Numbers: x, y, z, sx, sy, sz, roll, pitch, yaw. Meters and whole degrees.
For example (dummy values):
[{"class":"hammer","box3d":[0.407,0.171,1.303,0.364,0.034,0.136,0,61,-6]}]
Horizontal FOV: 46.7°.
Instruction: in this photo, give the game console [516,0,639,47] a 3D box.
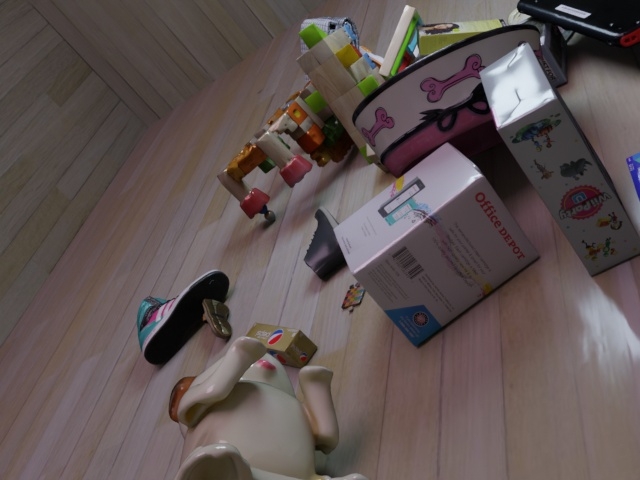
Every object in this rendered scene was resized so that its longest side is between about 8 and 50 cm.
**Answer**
[{"class":"game console","box3d":[0.658,-0.538,1.582,0.342,0.060,0.386,-33,33,-2]}]

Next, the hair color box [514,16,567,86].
[{"class":"hair color box","box3d":[0.388,-0.379,1.763,0.374,0.113,0.185,-23,30,34]}]

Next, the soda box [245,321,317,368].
[{"class":"soda box","box3d":[-0.089,0.217,1.550,0.181,0.061,0.058,-2,47,54]}]

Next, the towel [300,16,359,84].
[{"class":"towel","box3d":[0.041,-0.586,2.433,0.121,0.284,0.235,-16,22,-21]}]

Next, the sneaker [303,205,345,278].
[{"class":"sneaker","box3d":[0.000,0.000,1.747,0.118,0.083,0.222,-41,26,4]}]

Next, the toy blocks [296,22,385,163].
[{"class":"toy blocks","box3d":[0.094,-0.429,2.035,0.190,0.381,0.261,-31,11,28]}]

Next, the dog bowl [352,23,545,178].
[{"class":"dog bowl","box3d":[0.276,-0.260,1.494,0.408,0.150,0.408,-22,-7,-3]}]

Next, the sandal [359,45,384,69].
[{"class":"sandal","box3d":[0.155,-0.561,2.406,0.076,0.102,0.265,-39,27,0]}]

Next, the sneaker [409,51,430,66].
[{"class":"sneaker","box3d":[0.342,-0.478,2.028,0.169,0.108,0.292,8,52,44]}]

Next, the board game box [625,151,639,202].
[{"class":"board game box","box3d":[0.587,-0.115,1.127,0.210,0.047,0.160,-27,29,27]}]

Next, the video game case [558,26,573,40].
[{"class":"video game case","box3d":[0.576,-0.531,1.784,0.122,0.087,0.011,-50,-14,-18]}]

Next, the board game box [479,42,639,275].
[{"class":"board game box","box3d":[0.372,-0.128,1.153,0.097,0.303,0.224,-31,27,23]}]

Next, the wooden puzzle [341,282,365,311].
[{"class":"wooden puzzle","box3d":[0.070,0.118,1.547,0.049,0.006,0.083,-20,33,39]}]

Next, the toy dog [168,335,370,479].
[{"class":"toy dog","box3d":[-0.112,0.345,1.198,0.408,0.284,0.395,-111,35,-62]}]

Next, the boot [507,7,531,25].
[{"class":"boot","box3d":[0.572,-0.576,1.860,0.213,0.077,0.165,-35,25,27]}]

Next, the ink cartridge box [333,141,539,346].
[{"class":"ink cartridge box","box3d":[0.199,0.002,1.321,0.270,0.198,0.197,-37,24,8]}]

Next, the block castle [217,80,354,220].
[{"class":"block castle","box3d":[-0.062,-0.279,2.152,0.303,0.213,0.453,-33,17,46]}]

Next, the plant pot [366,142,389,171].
[{"class":"plant pot","box3d":[0.177,-0.234,1.854,0.109,0.109,0.096,-10,52,49]}]

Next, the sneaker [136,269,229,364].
[{"class":"sneaker","box3d":[-0.380,0.178,1.975,0.295,0.124,0.178,-47,35,-9]}]

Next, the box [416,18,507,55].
[{"class":"box","box3d":[0.375,-0.539,1.964,0.232,0.058,0.087,-4,36,1]}]

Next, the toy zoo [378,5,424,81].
[{"class":"toy zoo","box3d":[0.241,-0.518,2.074,0.192,0.030,0.293,-67,-16,5]}]

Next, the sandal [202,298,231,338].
[{"class":"sandal","box3d":[-0.262,0.198,1.842,0.049,0.072,0.180,-59,26,15]}]
